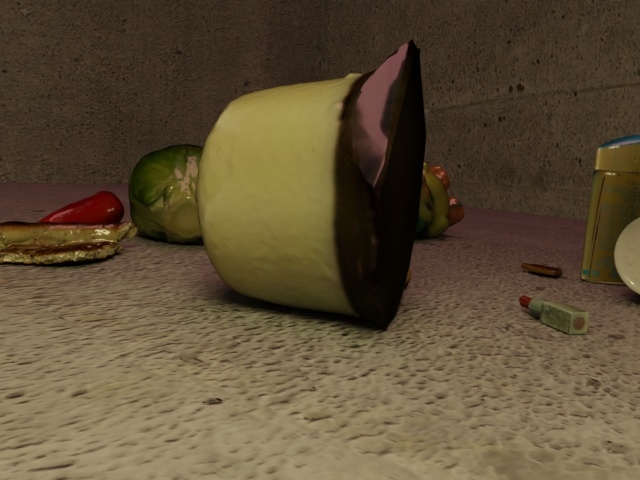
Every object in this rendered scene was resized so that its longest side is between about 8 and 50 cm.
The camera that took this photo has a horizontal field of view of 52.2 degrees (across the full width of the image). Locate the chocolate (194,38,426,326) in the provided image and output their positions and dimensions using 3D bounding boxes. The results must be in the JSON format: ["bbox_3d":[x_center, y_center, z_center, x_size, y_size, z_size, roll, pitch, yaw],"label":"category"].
[{"bbox_3d":[-0.022,-0.062,0.845,0.296,0.314,0.326,6,-29,10],"label":"chocolate"}]

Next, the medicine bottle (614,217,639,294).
[{"bbox_3d":[0.625,0.019,1.108,0.292,0.170,0.170,-1,9,-43],"label":"medicine bottle"}]

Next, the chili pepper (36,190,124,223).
[{"bbox_3d":[-0.518,-0.063,1.453,0.136,0.092,0.368,-7,4,2],"label":"chili pepper"}]

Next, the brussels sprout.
[{"bbox_3d":[-0.292,-0.092,1.388,0.219,0.210,0.271,-3,25,-19],"label":"brussels sprout"}]

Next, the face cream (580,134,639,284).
[{"bbox_3d":[0.579,-0.060,1.239,0.139,0.285,0.067,4,8,-3],"label":"face cream"}]

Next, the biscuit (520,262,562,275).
[{"bbox_3d":[0.446,0.060,1.294,0.082,0.016,0.092,8,8,-6],"label":"biscuit"}]

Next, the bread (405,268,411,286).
[{"bbox_3d":[0.092,0.046,1.045,0.115,0.056,0.082,-3,9,-43],"label":"bread"}]

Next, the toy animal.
[{"bbox_3d":[0.244,-0.098,1.778,0.191,0.216,0.338,-23,-5,32],"label":"toy animal"}]

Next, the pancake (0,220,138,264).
[{"bbox_3d":[-0.458,-0.002,1.119,0.212,0.056,0.257,5,7,7],"label":"pancake"}]

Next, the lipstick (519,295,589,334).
[{"bbox_3d":[0.309,0.095,0.886,0.030,0.030,0.129,1,8,-16],"label":"lipstick"}]
